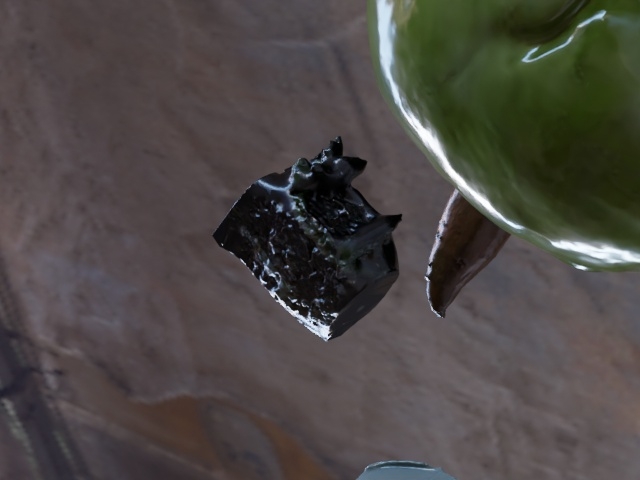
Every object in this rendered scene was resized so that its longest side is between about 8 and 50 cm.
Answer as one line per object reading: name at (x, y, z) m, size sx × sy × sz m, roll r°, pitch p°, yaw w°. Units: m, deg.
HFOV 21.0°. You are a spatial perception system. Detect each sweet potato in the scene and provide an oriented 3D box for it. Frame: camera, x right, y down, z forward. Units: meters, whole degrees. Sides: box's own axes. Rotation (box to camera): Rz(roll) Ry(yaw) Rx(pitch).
sweet potato at (0.136, -0.068, 1.191) m, size 0.057 × 0.057 × 0.264 m, roll 25°, pitch -90°, yaw -50°

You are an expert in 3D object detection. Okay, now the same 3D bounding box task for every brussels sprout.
brussels sprout at (0.162, -0.121, 0.957) m, size 0.316 × 0.274 × 0.242 m, roll -62°, pitch -2°, yaw -61°

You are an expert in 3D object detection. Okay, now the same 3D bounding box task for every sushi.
sushi at (0.000, 0.000, 0.927) m, size 0.056 × 0.083 × 0.084 m, roll -18°, pitch -22°, yaw -41°

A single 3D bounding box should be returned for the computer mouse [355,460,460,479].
computer mouse at (0.037, 0.260, 1.380) m, size 0.231 × 0.128 × 0.079 m, roll -54°, pitch -36°, yaw -33°
